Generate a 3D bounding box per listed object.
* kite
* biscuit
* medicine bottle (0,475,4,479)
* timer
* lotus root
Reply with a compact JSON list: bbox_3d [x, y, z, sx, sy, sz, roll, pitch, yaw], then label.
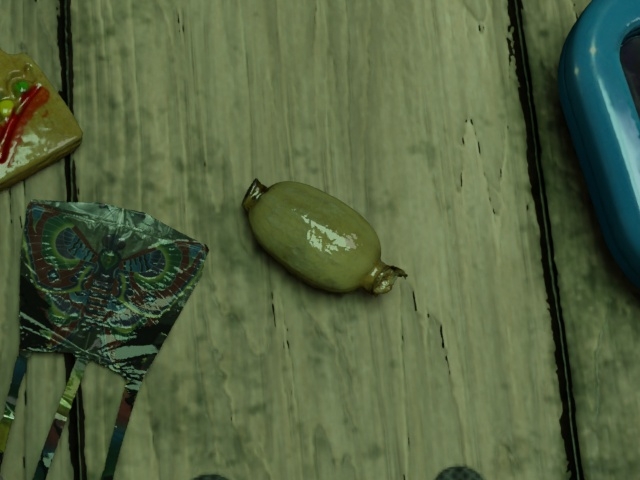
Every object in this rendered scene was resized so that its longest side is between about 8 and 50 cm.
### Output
[{"bbox_3d":[-0.188,0.098,1.480,0.152,0.015,0.285,14,66,-4],"label":"kite"},{"bbox_3d":[-0.312,-0.110,1.534,0.239,0.041,0.212,11,64,-5],"label":"biscuit"},{"bbox_3d":[-0.235,0.316,1.271,0.219,0.219,0.388,-36,78,-21],"label":"medicine bottle"},{"bbox_3d":[0.381,-0.094,1.603,0.340,0.115,0.309,-12,75,-14],"label":"timer"},{"bbox_3d":[0.000,0.000,1.529,0.150,0.062,0.073,32,66,6],"label":"lotus root"}]
